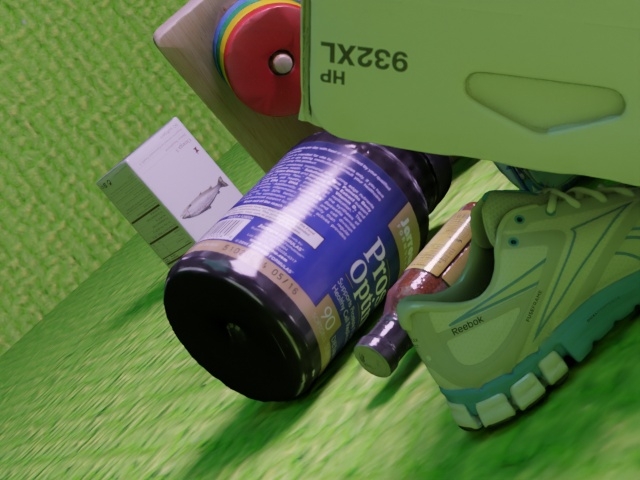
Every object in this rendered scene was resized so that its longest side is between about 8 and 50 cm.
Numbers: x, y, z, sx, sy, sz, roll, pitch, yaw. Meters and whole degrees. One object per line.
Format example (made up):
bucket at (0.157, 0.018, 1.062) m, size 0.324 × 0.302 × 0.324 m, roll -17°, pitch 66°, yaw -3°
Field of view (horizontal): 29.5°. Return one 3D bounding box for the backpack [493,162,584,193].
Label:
backpack at (0.142, -0.094, 0.766) m, size 0.105 × 0.114 × 0.084 m, roll -39°, pitch 10°, yaw 5°

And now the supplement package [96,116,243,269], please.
supplement package at (-0.184, -0.051, 1.596) m, size 0.105 × 0.179 × 0.105 m, roll -47°, pitch 12°, yaw -35°

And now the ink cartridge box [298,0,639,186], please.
ink cartridge box at (0.148, -0.150, 0.604) m, size 0.223 × 0.129 × 0.307 m, roll 10°, pitch 30°, yaw 19°

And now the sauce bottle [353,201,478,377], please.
sauce bottle at (0.065, 0.029, 0.720) m, size 0.128 × 0.042 × 0.042 m, roll -44°, pitch 10°, yaw -31°

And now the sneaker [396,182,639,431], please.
sneaker at (0.116, -0.002, 0.554) m, size 0.191 × 0.083 × 0.071 m, roll -40°, pitch 8°, yaw -6°

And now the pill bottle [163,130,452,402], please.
pill bottle at (0.000, 0.000, 0.856) m, size 0.219 × 0.123 × 0.123 m, roll -47°, pitch 12°, yaw -36°

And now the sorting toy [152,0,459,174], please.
sorting toy at (0.044, -0.144, 1.000) m, size 0.255 × 0.257 × 0.089 m, roll -40°, pitch 27°, yaw 3°
